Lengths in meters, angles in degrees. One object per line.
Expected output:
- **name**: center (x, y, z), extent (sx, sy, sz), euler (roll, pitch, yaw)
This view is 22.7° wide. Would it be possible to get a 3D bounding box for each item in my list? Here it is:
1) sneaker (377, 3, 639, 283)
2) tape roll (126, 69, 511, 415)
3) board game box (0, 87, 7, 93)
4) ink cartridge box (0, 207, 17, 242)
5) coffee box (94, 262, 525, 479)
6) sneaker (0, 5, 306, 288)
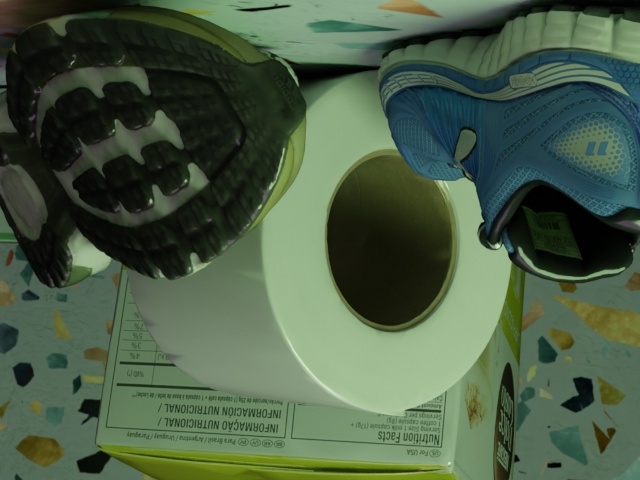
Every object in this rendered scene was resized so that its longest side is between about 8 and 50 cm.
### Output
- **sneaker**: center (0.117, -0.049, 0.944), extent (0.129, 0.147, 0.330), euler (1, 180, -14)
- **tape roll**: center (0.000, 0.000, 1.186), extent (0.246, 0.246, 0.169), euler (1, 180, -41)
- **board game box**: center (-0.357, -0.088, 1.420), extent (0.318, 0.066, 0.318), euler (1, 179, 5)
- **ink cartridge box**: center (-0.352, -0.057, 1.753), extent (0.211, 0.122, 0.289), euler (1, 180, 1)
- **coffee box**: center (0.012, 0.089, 1.580), extent (0.338, 0.334, 0.337), euler (1, 162, 16)
- **sneaker**: center (-0.086, -0.082, 0.951), extent (0.182, 0.158, 0.410), euler (-33, -168, -22)
